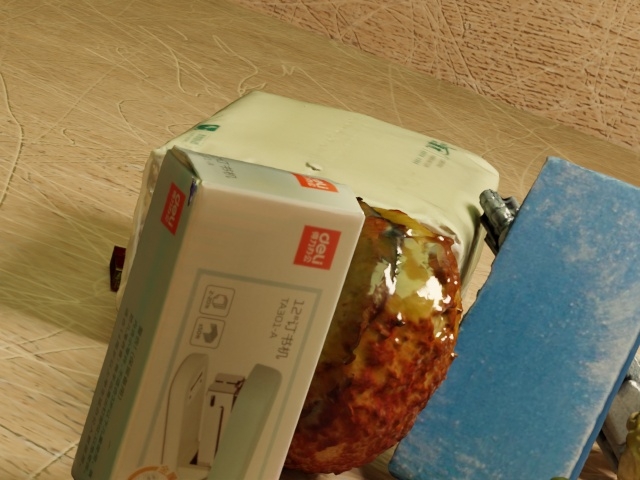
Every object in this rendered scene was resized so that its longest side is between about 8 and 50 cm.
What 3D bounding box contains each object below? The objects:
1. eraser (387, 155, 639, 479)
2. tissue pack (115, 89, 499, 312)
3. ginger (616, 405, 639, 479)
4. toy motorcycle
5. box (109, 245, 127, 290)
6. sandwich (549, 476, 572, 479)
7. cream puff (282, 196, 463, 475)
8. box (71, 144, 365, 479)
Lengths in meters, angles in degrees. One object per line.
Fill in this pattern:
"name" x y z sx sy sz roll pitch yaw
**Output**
"eraser" 0.185 0.087 1.566 0.144 0.312 0.042 22 -19 19
"tissue pack" 0.000 0.000 1.812 0.297 0.207 0.380 17 14 5
"ginger" 0.371 0.220 1.604 0.263 0.109 0.116 20 9 -10
"toy motorcycle" 0.232 0.089 1.697 0.307 0.108 0.173 55 6 -12
"box" -0.180 0.032 1.867 0.051 0.023 0.082 13 15 -11
"sandwich" 0.135 0.228 1.202 0.301 0.162 0.250 3 23 -39
"cream puff" 0.015 0.079 1.521 0.164 0.240 0.240 35 7 -23
"box" -0.076 0.074 1.338 0.135 0.269 0.079 11 16 -27
